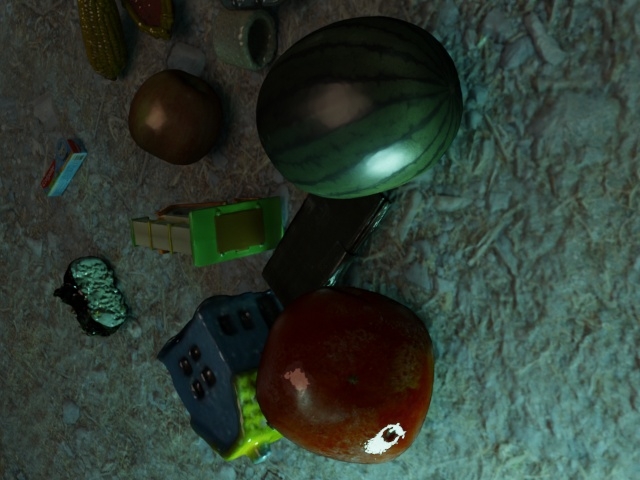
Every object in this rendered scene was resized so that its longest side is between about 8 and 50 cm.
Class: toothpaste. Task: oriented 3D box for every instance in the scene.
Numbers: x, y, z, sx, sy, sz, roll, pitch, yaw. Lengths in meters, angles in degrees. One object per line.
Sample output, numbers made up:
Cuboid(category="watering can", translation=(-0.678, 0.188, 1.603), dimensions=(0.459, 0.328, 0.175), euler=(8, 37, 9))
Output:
Cuboid(category="toothpaste", translation=(-0.706, -0.204, 1.720), dimensions=(0.193, 0.044, 0.070), euler=(-42, 72, 35))

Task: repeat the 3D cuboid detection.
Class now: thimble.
Cuboid(category="thimble", translation=(-0.146, -0.395, 1.225), dimensions=(0.090, 0.102, 0.115), euler=(19, 139, 32))

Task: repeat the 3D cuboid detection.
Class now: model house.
Cuboid(category="model house", translation=(-0.143, 0.281, 1.253), dimensions=(0.215, 0.237, 0.303), euler=(-45, 65, 34))

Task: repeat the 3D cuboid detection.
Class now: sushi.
Cuboid(category="sushi", translation=(-0.606, 0.154, 1.653), dimensions=(0.115, 0.147, 0.213), euler=(-35, 82, 36))

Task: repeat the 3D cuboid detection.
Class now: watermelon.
Cuboid(category="watermelon", translation=(0.046, -0.205, 1.007), dimensions=(0.359, 0.278, 0.279), euler=(-13, 91, 36))

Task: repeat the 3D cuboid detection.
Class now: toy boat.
Cuboid(category="toy boat", translation=(-0.400, -0.555, 1.387), dimensions=(0.318, 0.099, 0.141), euler=(51, 128, 14))

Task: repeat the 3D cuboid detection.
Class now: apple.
Cuboid(category="apple", translation=(-0.300, -0.258, 1.314), dimensions=(0.188, 0.188, 0.174), euler=(43, 116, 22))

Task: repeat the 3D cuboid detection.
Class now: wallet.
Cuboid(category="wallet", translation=(0.001, 0.000, 1.204), dimensions=(0.169, 0.044, 0.317), euler=(50, 119, 35))

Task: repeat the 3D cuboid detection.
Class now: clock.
Cuboid(category="clock", translation=(-0.243, -0.031, 1.304), dimensions=(0.255, 0.219, 0.106), euler=(7, 105, 44))

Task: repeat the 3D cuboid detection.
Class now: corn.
Cuboid(category="corn", translation=(-0.501, -0.486, 1.441), dimensions=(0.097, 0.097, 0.262), euler=(33, 142, 27))

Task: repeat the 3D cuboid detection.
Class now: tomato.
Cuboid(category="tomato", translation=(0.048, 0.236, 1.077), dimensions=(0.338, 0.144, 0.339), euler=(0, 88, -2))

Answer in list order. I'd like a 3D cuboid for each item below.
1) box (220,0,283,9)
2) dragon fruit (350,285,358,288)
Cuboid(category="box", translation=(-0.119, -0.541, 1.133), dimensions=(0.162, 0.130, 0.227), euler=(10, 82, 35))
Cuboid(category="dragon fruit", translation=(0.041, 0.131, 1.217), dimensions=(0.083, 0.056, 0.060), euler=(-35, 77, 34))
